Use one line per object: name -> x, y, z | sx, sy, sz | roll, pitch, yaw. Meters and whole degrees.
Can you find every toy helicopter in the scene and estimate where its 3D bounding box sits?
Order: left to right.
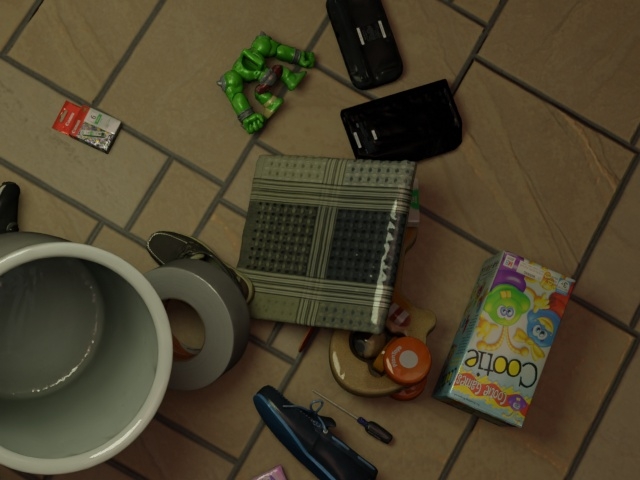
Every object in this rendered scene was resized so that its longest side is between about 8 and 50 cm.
toy helicopter -> 0.096, 0.106, 1.849 | 0.235, 0.140, 0.355 | 9, 69, 5

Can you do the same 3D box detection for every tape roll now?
tape roll -> -0.232, 0.144, 1.764 | 0.219, 0.072, 0.219 | 5, 104, 21

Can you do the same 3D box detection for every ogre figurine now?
ogre figurine -> -0.105, -0.303, 1.898 | 0.118, 0.097, 0.197 | 41, 90, -9

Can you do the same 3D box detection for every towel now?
towel -> 0.000, 0.000, 1.809 | 0.324, 0.056, 0.312 | 6, 81, 30

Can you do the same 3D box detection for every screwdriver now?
screwdriver -> 0.056, 0.312, 1.842 | 0.170, 0.025, 0.024 | 33, 79, 0

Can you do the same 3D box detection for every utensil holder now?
utensil holder -> -0.435, 0.149, 1.599 | 0.327, 0.385, 0.328 | -2, 96, -23

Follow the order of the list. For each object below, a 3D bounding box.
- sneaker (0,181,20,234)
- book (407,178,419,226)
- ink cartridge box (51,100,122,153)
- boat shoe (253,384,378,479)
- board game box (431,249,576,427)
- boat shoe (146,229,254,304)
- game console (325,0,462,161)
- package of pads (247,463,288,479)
sneaker -> -0.553, 0.042, 1.804 | 0.124, 0.107, 0.283 | 18, 86, -12
book -> 0.107, -0.069, 1.882 | 0.144, 0.035, 0.096 | 1, 57, 0
ink cartridge box -> -0.429, -0.211, 1.883 | 0.115, 0.029, 0.063 | 25, 79, -1
boat shoe -> -0.009, 0.344, 1.798 | 0.258, 0.109, 0.089 | 48, 67, -5
board game box -> 0.324, 0.178, 1.830 | 0.142, 0.144, 0.275 | 24, 80, -1
boat shoe -> -0.218, 0.043, 1.817 | 0.223, 0.073, 0.080 | 32, 85, 16
game console -> 0.123, -0.317, 1.949 | 0.213, 0.044, 0.361 | -17, 83, -10
package of pads -> -0.095, 0.432, 1.803 | 0.083, 0.032, 0.050 | -25, 81, -9
